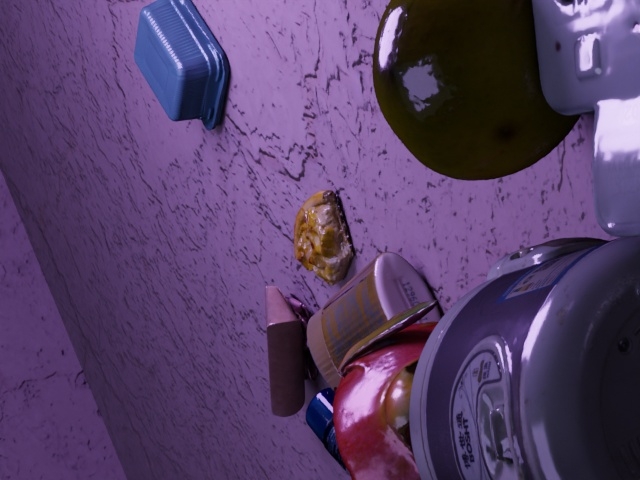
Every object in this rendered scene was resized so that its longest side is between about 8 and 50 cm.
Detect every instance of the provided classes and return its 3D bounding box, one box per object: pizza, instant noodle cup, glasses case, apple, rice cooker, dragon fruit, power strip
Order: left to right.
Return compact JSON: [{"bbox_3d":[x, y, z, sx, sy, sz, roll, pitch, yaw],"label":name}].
[{"bbox_3d":[-0.200,-0.252,2.024,0.179,0.070,0.157,58,153,25],"label":"instant noodle cup"},{"bbox_3d":[-0.039,0.145,2.037,0.102,0.070,0.193,-95,3,-47],"label":"glasses case"},{"bbox_3d":[-0.001,0.000,1.843,0.099,0.035,0.160,60,156,19],"label":"pizza"},{"bbox_3d":[0.159,0.193,1.405,0.189,0.290,0.291,-32,78,31],"label":"dragon fruit"},{"bbox_3d":[0.139,-0.145,1.221,0.157,0.196,0.196,-10,102,43],"label":"apple"},{"bbox_3d":[0.229,0.137,1.167,0.288,0.288,0.277,69,157,0],"label":"rice cooker"},{"bbox_3d":[0.271,-0.138,1.061,0.229,0.141,0.261,176,88,-65],"label":"power strip"}]

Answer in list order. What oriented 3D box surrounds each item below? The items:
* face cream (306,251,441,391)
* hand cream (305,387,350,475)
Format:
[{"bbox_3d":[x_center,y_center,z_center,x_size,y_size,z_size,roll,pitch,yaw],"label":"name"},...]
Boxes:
[{"bbox_3d":[0.060,0.117,1.772,0.139,0.067,0.285,65,156,10],"label":"face cream"},{"bbox_3d":[0.079,0.312,1.923,0.270,0.061,0.120,48,151,29],"label":"hand cream"}]
